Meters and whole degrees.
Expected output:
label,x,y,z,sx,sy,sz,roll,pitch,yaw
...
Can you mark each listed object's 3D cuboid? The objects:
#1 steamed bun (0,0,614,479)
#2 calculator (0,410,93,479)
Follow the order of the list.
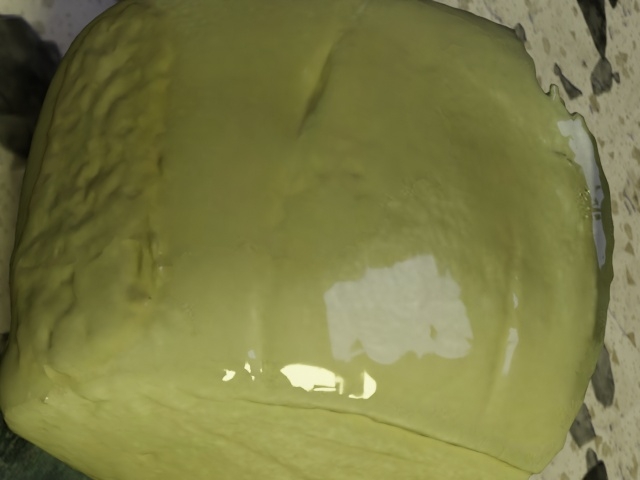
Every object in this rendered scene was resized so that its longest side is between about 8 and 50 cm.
label,x,y,z,sx,sy,sz,roll,pitch,yaw
steamed bun,0.000,0.000,0.672,0.273,0.272,0.290,25,50,-46
calculator,-0.144,0.165,0.675,0.161,0.021,0.261,51,47,-24
